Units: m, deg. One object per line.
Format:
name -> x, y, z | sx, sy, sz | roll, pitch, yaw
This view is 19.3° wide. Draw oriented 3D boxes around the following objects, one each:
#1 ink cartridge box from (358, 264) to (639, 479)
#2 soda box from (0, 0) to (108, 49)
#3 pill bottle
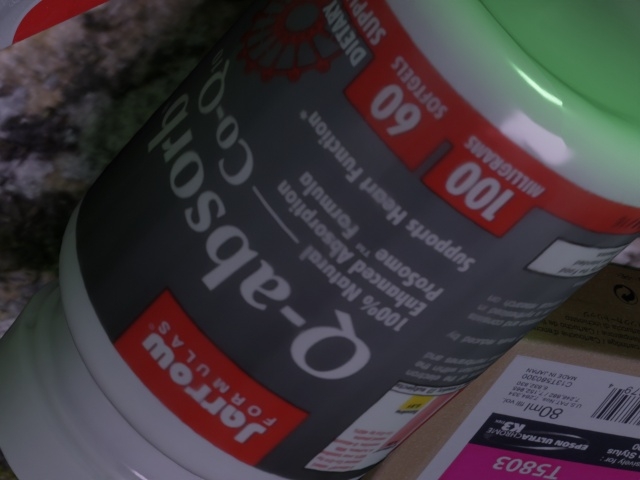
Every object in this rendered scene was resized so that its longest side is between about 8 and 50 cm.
ink cartridge box -> 0.146, 0.106, 1.184 | 0.235, 0.088, 0.193 | 11, 131, -25
soda box -> -0.130, -0.158, 0.829 | 0.286, 0.091, 0.098 | -23, 137, 10
pill bottle -> 0.000, 0.000, 0.943 | 0.210, 0.210, 0.363 | 23, 127, -33
